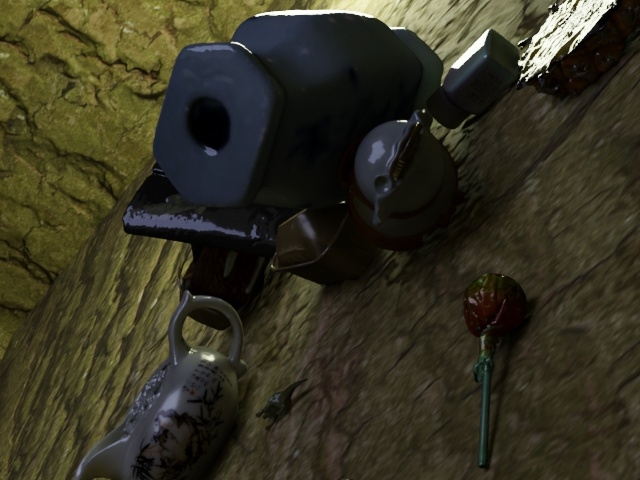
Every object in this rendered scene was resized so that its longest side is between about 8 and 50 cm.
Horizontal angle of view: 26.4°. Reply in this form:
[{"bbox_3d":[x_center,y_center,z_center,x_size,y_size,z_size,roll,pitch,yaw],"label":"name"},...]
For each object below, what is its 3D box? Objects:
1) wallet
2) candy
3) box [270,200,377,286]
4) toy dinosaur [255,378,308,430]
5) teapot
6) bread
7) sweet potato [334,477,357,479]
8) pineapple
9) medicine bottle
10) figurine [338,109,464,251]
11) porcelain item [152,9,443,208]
[{"bbox_3d":[-0.110,-0.056,1.915,0.044,0.321,0.170,72,-145,-49],"label":"wallet"},{"bbox_3d":[0.147,0.111,1.191,0.060,0.060,0.201,-40,29,44],"label":"candy"},{"bbox_3d":[0.000,0.000,1.733,0.111,0.111,0.177,-61,18,-20],"label":"box"},{"bbox_3d":[-0.049,0.194,1.626,0.041,0.026,0.113,-47,-2,-39],"label":"toy dinosaur"},{"bbox_3d":[-0.194,0.214,1.806,0.208,0.166,0.300,166,127,-85],"label":"teapot"},{"bbox_3d":[-0.132,0.010,2.039,0.212,0.142,0.224,116,177,-49],"label":"bread"},{"bbox_3d":[-0.026,0.306,1.220,0.292,0.097,0.097,-52,15,29],"label":"sweet potato"},{"bbox_3d":[0.287,-0.233,1.471,0.221,0.047,0.221,-48,15,17],"label":"pineapple"},{"bbox_3d":[0.185,-0.191,1.659,0.118,0.055,0.074,-44,20,33],"label":"medicine bottle"},{"bbox_3d":[0.096,-0.066,1.512,0.143,0.143,0.271,-59,7,-11],"label":"figurine"},{"bbox_3d":[-0.014,-0.162,1.635,0.405,0.178,0.242,-21,-46,-56],"label":"porcelain item"}]
